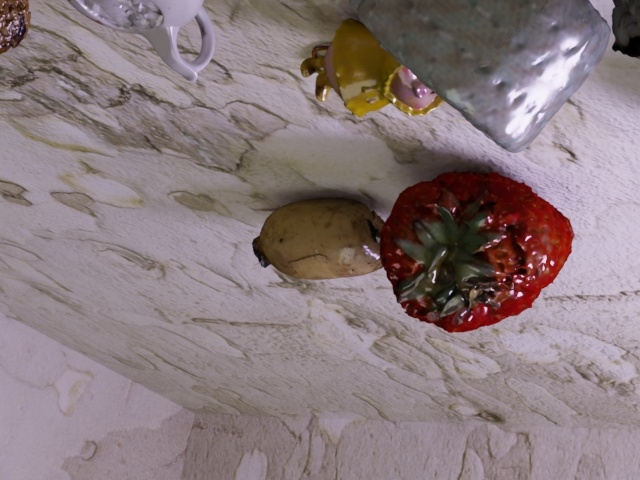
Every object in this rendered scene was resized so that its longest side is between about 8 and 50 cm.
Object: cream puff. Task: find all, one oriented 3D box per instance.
[{"bbox_3d":[-0.475,-0.323,2.144,0.104,0.119,0.133,41,135,23],"label":"cream puff"}]

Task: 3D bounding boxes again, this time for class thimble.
[{"bbox_3d":[0.180,-0.256,1.712,0.291,0.195,0.291,41,-173,-6],"label":"thimble"}]

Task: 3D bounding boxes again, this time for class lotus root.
[{"bbox_3d":[0.000,0.000,2.712,0.284,0.146,0.160,-9,132,30],"label":"lotus root"}]

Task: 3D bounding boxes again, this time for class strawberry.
[{"bbox_3d":[0.267,0.017,2.483,0.312,0.267,0.351,1,-178,14],"label":"strawberry"}]

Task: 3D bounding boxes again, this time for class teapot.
[{"bbox_3d":[-0.247,-0.333,1.964,0.298,0.139,0.204,27,152,-35],"label":"teapot"}]

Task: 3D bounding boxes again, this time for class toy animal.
[{"bbox_3d":[0.091,-0.242,2.038,0.230,0.156,0.156,-7,154,20],"label":"toy animal"}]

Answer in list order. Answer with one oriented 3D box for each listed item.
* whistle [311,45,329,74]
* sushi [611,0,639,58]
[{"bbox_3d":[0.030,-0.255,2.160,0.109,0.046,0.057,5,174,35],"label":"whistle"},{"bbox_3d":[0.435,-0.317,1.601,0.182,0.196,0.343,-4,168,-11],"label":"sushi"}]
